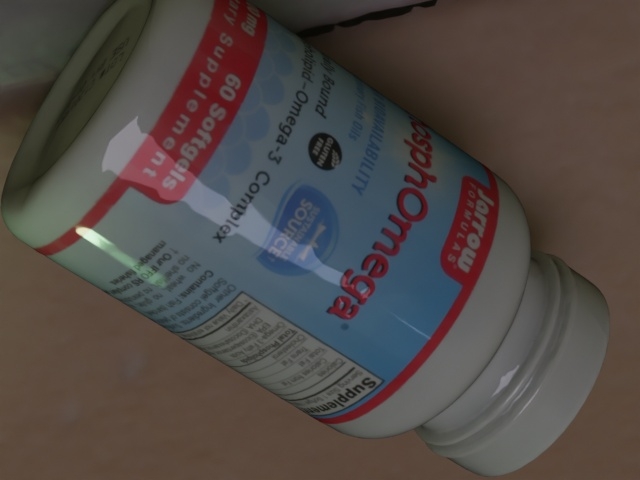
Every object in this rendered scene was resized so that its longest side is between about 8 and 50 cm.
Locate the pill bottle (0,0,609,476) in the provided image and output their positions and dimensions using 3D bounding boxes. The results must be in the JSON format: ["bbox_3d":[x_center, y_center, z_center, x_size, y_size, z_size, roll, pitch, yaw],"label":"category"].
[{"bbox_3d":[0.000,0.000,0.460,0.160,0.087,0.087,32,107,-20],"label":"pill bottle"}]
